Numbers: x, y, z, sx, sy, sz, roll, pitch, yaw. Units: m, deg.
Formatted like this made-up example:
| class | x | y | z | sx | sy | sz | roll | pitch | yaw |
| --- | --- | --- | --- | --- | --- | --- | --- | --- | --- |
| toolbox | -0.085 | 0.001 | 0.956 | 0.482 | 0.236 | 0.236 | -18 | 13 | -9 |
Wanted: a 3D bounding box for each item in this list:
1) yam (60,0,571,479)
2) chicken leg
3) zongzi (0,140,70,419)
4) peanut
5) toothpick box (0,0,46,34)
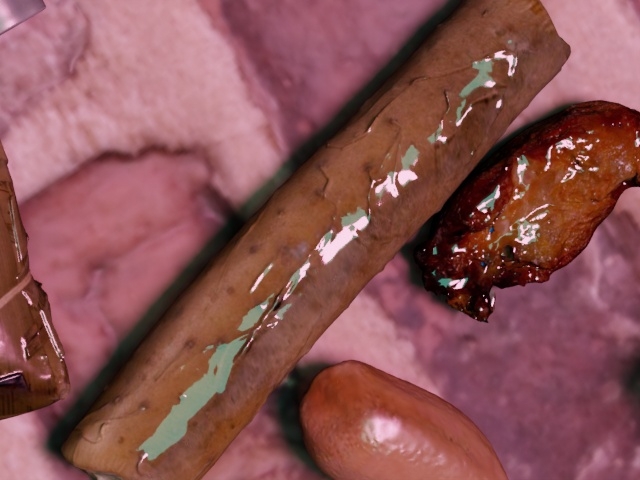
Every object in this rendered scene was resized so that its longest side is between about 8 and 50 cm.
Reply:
| class | x | y | z | sx | sy | sz | roll | pitch | yaw |
| --- | --- | --- | --- | --- | --- | --- | --- | --- | --- |
| yam | 0.000 | 0.000 | 0.977 | 0.083 | 0.083 | 0.371 | 42 | 83 | -16 |
| chicken leg | 0.171 | -0.031 | 1.033 | 0.253 | 0.051 | 0.106 | -17 | 106 | -14 |
| zongzi | -0.241 | 0.026 | 0.904 | 0.189 | 0.081 | 0.178 | -16 | 99 | -20 |
| peanut | 0.053 | 0.122 | 1.002 | 0.152 | 0.076 | 0.076 | 32 | 87 | -19 |
| toothpick box | -0.189 | -0.147 | 0.918 | 0.052 | 0.052 | 0.083 | -32 | 102 | -10 |
